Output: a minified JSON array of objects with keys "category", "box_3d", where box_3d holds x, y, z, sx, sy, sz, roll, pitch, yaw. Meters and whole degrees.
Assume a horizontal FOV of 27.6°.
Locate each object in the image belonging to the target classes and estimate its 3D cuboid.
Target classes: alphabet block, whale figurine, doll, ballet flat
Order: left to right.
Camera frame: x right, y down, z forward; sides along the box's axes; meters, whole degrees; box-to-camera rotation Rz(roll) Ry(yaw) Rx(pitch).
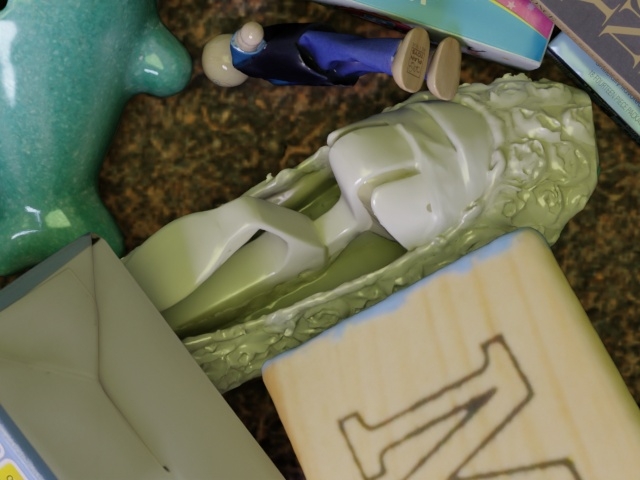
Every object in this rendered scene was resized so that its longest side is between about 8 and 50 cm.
[{"category":"whale figurine","box_3d":[-0.195,-0.107,0.866,0.216,0.141,0.272,-2,97,1]},{"category":"doll","box_3d":[-0.006,-0.122,0.863,0.189,0.129,0.046,8,92,39]},{"category":"ballet flat","box_3d":[0.000,0.000,0.853,0.409,0.147,0.147,-29,92,4]},{"category":"alphabet block","box_3d":[0.107,0.141,0.812,0.193,0.192,0.197,-29,63,7]}]

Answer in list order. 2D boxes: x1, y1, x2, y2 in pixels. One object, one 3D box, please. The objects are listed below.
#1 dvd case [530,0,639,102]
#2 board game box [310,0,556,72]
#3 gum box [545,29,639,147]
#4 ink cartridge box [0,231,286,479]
[{"category":"dvd case","box_3d":[0.227,-0.180,0.834,0.221,0.018,0.164,39,88,-15]},{"category":"board game box","box_3d":[0.088,-0.290,0.869,0.224,0.097,0.303,18,95,0]},{"category":"gum box","box_3d":[0.273,-0.145,0.898,0.157,0.041,0.184,44,94,-2]},{"category":"ink cartridge box","box_3d":[-0.209,0.216,0.826,0.395,0.151,0.270,-35,92,38]}]
